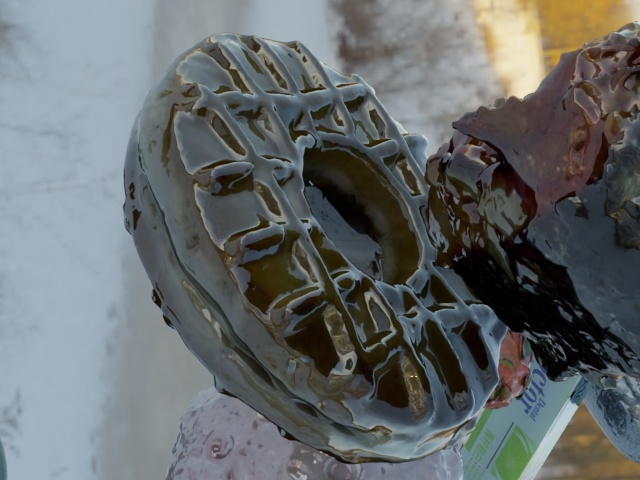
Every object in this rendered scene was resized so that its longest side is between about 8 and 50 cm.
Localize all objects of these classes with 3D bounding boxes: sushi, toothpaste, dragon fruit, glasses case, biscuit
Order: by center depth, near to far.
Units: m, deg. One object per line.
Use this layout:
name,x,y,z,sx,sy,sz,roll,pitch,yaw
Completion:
sushi,0.173,-0.030,0.864,0.182,0.196,0.343,53,-6,-1
biscuit,0.000,0.000,1.032,0.332,0.103,0.332,33,38,-30
dragon fruit,0.152,0.096,1.314,0.081,0.086,0.116,134,-37,-57
toothpaste,0.236,0.173,1.619,0.067,0.081,0.336,-32,155,-35
glasses case,0.316,0.136,1.709,0.109,0.067,0.282,78,-9,-47

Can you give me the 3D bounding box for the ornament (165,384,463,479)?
ornament,-0.002,0.218,1.239,0.225,0.259,0.259,46,-23,47

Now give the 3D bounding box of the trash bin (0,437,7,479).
trash bin,-0.571,0.302,1.741,0.432,0.280,0.280,-12,96,-71
